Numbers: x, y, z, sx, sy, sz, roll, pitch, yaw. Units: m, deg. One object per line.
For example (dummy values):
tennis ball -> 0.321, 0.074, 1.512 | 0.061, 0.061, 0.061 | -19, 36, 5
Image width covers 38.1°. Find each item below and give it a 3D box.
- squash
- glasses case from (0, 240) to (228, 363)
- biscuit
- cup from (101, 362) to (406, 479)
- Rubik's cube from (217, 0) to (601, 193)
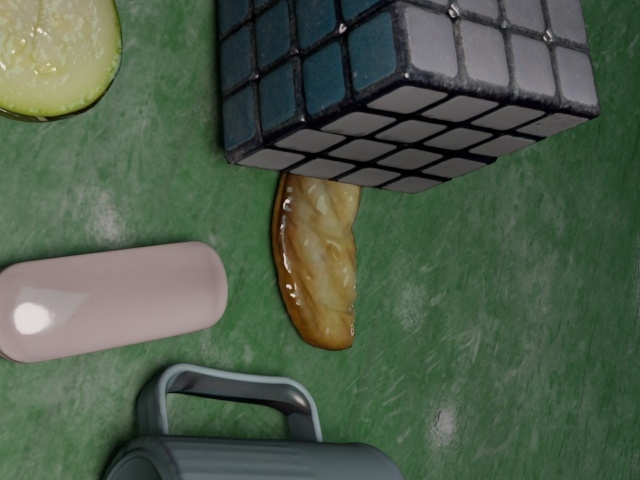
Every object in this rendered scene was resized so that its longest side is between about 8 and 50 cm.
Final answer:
squash -> -0.330, -0.240, 1.051 | 0.219, 0.041, 0.219 | -2, 93, -38
glasses case -> -0.240, 0.067, 1.073 | 0.297, 0.075, 0.113 | -7, 91, -39
biscuit -> -0.003, 0.001, 1.282 | 0.154, 0.045, 0.299 | 10, 82, -38
cup -> -0.077, 0.321, 1.072 | 0.311, 0.257, 0.331 | 13, 81, -35
Rubik's cube -> 0.094, -0.276, 1.162 | 0.344, 0.337, 0.344 | 4, 73, -38
